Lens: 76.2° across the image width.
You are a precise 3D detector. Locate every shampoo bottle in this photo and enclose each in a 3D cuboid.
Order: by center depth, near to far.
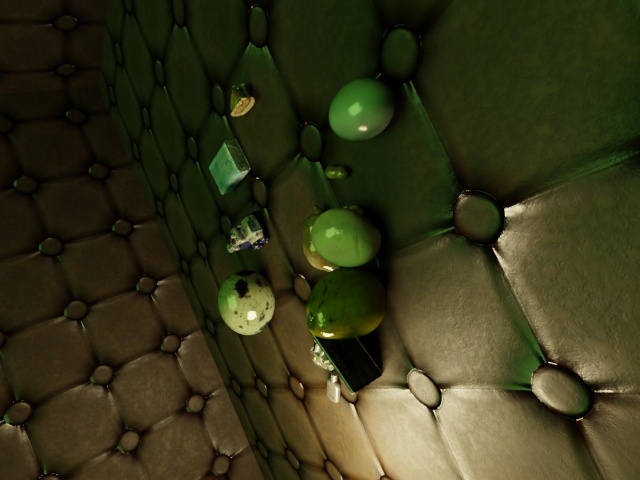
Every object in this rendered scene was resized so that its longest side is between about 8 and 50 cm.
[{"bbox_3d":[0.062,0.683,1.917,0.080,0.040,0.165,31,130,42],"label":"shampoo bottle"}]

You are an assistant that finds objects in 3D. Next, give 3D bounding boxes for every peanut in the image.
[{"bbox_3d":[0.057,-0.240,1.438,0.113,0.054,0.053,16,120,52],"label":"peanut"}]

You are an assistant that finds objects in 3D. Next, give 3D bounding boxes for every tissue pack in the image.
[{"bbox_3d":[-0.456,-0.359,2.017,0.263,0.089,0.177,-32,84,55],"label":"tissue pack"}]

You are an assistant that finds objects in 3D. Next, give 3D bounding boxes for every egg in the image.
[{"bbox_3d":[0.116,-0.377,1.191,0.231,0.168,0.167,-14,96,59],"label":"egg"},{"bbox_3d":[-0.374,0.324,2.093,0.288,0.288,0.379,28,139,42],"label":"egg"}]

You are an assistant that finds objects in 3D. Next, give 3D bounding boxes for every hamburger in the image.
[{"bbox_3d":[-0.336,-0.612,1.743,0.176,0.087,0.102,-25,75,62],"label":"hamburger"}]

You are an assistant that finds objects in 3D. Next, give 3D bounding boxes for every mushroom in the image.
[{"bbox_3d":[0.090,-0.026,1.398,0.246,0.202,0.246,15,155,7],"label":"mushroom"}]

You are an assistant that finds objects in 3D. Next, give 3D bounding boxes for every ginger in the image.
[{"bbox_3d":[0.000,0.000,1.570,0.138,0.152,0.267,-164,50,-82],"label":"ginger"}]

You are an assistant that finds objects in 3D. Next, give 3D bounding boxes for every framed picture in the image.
[{"bbox_3d":[0.103,0.424,1.525,0.016,0.347,0.265,-43,67,13],"label":"framed picture"}]

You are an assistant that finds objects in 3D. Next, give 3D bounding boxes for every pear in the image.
[{"bbox_3d":[0.089,0.223,1.423,0.253,0.307,0.252,38,136,48],"label":"pear"}]

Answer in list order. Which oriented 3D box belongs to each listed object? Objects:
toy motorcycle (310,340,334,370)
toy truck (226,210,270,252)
[{"bbox_3d":[0.018,0.510,1.859,0.225,0.073,0.152,-20,89,55],"label":"toy motorcycle"},{"bbox_3d":[-0.367,-0.029,1.995,0.213,0.177,0.161,-39,74,54],"label":"toy truck"}]
